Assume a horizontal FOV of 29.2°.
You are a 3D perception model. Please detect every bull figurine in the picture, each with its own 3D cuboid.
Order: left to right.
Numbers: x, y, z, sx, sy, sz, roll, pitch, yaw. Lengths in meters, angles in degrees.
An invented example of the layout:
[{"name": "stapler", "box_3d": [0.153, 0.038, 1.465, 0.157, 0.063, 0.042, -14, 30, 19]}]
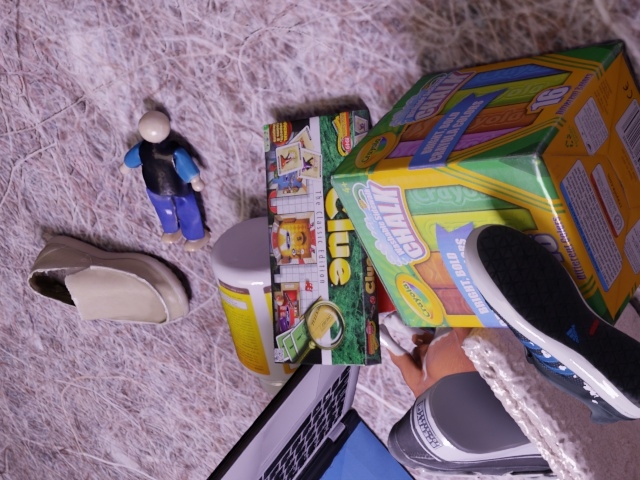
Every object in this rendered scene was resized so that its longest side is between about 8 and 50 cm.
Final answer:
[{"name": "bull figurine", "box_3d": [0.145, 0.128, 1.343, 0.188, 0.101, 0.310, 41, 139, 12]}]

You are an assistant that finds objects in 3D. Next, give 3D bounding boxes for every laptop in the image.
[{"name": "laptop", "box_3d": [0.029, 0.345, 1.435, 0.236, 0.382, 0.408, 28, 141, 17]}]

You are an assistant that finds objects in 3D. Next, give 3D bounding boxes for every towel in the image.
[{"name": "towel", "box_3d": [0.267, 0.152, 1.164, 0.282, 0.187, 0.049, 53, 141, -4]}]

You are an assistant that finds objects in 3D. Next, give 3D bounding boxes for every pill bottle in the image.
[{"name": "pill bottle", "box_3d": [-0.054, 0.085, 1.467, 0.117, 0.117, 0.215, 16, 136, 30]}]

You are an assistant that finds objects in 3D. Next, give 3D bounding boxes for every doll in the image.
[{"name": "doll", "box_3d": [-0.188, -0.074, 1.486, 0.129, 0.046, 0.189, 18, 138, 28]}]

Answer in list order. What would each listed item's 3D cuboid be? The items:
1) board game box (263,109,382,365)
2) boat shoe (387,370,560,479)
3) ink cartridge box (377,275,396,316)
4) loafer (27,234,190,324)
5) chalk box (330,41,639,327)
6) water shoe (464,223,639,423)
[{"name": "board game box", "box_3d": [0.000, 0.000, 1.285, 0.136, 0.030, 0.259, -5, 88, 41]}, {"name": "boat shoe", "box_3d": [0.209, 0.188, 1.218, 0.105, 0.306, 0.113, -47, 54, 49]}, {"name": "ink cartridge box", "box_3d": [0.038, 0.013, 1.300, 0.179, 0.045, 0.145, -24, 65, 54]}, {"name": "loafer", "box_3d": [-0.296, 0.070, 1.690, 0.269, 0.092, 0.102, 13, 135, 33]}, {"name": "chalk box", "box_3d": [0.143, -0.041, 1.109, 0.289, 0.179, 0.180, -5, 124, 44]}, {"name": "water shoe", "box_3d": [0.180, 0.075, 0.982, 0.203, 0.073, 0.080, 44, 146, -1]}]
